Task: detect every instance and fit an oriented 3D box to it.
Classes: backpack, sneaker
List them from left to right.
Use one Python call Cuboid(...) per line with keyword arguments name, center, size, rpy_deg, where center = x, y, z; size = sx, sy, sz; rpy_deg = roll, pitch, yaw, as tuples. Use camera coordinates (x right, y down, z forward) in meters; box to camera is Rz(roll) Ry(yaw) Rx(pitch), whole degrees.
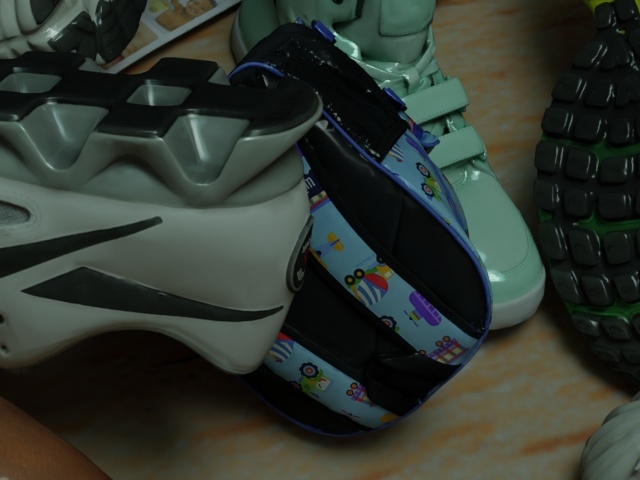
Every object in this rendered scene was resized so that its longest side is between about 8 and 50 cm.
Cuboid(name="sneaker", center=(-0.167, -0.010, 0.670), size=(0.330, 0.146, 0.122), rpy_deg=(11, 27, 14))
Cuboid(name="sneaker", center=(-0.140, -0.194, 0.830), size=(0.118, 0.107, 0.279), rpy_deg=(-5, 42, 25))
Cuboid(name="backpack", center=(0.000, 0.000, 0.756), size=(0.173, 0.158, 0.117), rpy_deg=(40, 28, -6))
Cuboid(name="sneaker", center=(0.041, -0.079, 0.816), size=(0.094, 0.151, 0.256), rpy_deg=(-25, 66, -28))
Cuboid(name="sneaker", center=(0.209, -0.079, 0.866), size=(0.134, 0.146, 0.343), rpy_deg=(-5, 67, 30))

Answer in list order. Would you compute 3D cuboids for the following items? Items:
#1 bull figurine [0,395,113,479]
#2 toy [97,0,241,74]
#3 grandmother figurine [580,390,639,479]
Cuboid(name="bull figurine", center=(-0.166, 0.114, 0.637), size=(0.310, 0.101, 0.188), rpy_deg=(29, 17, 0))
Cuboid(name="toy", center=(-0.082, -0.202, 0.932), size=(0.137, 0.056, 0.237), rpy_deg=(43, 58, 16))
Cuboid(name="grandmother figurine", center=(0.202, 0.215, 0.690), size=(0.208, 0.104, 0.342), rpy_deg=(13, 46, -38))
